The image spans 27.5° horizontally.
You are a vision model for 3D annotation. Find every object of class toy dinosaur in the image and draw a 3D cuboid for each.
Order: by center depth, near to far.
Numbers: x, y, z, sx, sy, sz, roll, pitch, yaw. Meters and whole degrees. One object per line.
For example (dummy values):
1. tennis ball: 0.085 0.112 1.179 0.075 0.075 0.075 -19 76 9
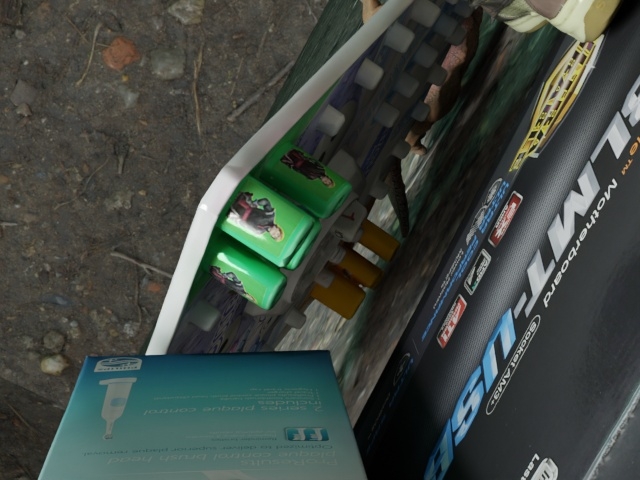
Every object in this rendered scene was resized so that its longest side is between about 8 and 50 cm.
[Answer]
1. toy dinosaur: 0.090 -0.162 1.074 0.200 0.127 0.295 -29 40 63

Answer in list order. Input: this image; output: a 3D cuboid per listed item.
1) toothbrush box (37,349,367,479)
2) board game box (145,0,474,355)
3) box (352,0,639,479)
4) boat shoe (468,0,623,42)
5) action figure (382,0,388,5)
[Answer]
1. toothbrush box: -0.042 0.181 0.511 0.295 0.126 0.216 -110 18 -81
2. board game box: 0.001 0.005 0.842 0.390 0.050 0.390 -50 -10 -44
3. box: 0.112 0.026 0.533 0.295 0.073 0.293 -62 8 9
4. boat shoe: 0.097 -0.146 0.634 0.080 0.073 0.223 -62 8 12
5. action figure: 0.121 -0.344 1.426 0.185 0.099 0.285 166 128 -86
